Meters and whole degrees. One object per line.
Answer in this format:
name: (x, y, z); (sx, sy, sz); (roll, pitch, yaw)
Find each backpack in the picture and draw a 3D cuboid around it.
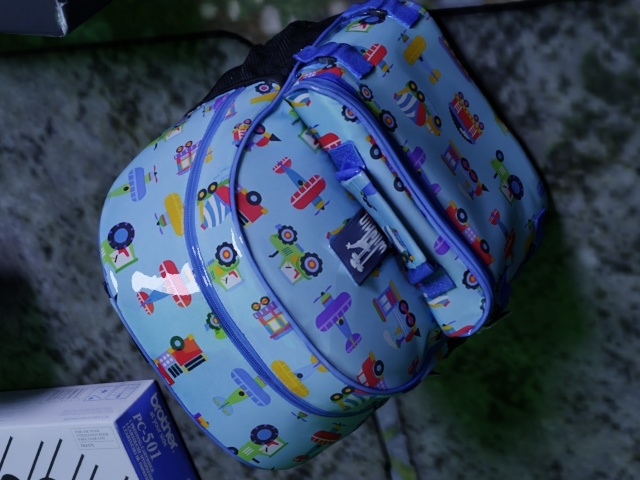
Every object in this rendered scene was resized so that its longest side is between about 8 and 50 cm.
backpack: (0.000, 0.000, 0.612); (0.117, 0.173, 0.158); (-25, 104, 38)

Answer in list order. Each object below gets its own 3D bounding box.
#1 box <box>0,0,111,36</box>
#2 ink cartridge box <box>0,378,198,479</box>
box: (-0.211, -0.195, 0.655); (0.261, 0.103, 0.184); (6, 124, 27)
ink cartridge box: (-0.170, 0.139, 0.877); (0.207, 0.046, 0.097); (-7, 114, 33)
